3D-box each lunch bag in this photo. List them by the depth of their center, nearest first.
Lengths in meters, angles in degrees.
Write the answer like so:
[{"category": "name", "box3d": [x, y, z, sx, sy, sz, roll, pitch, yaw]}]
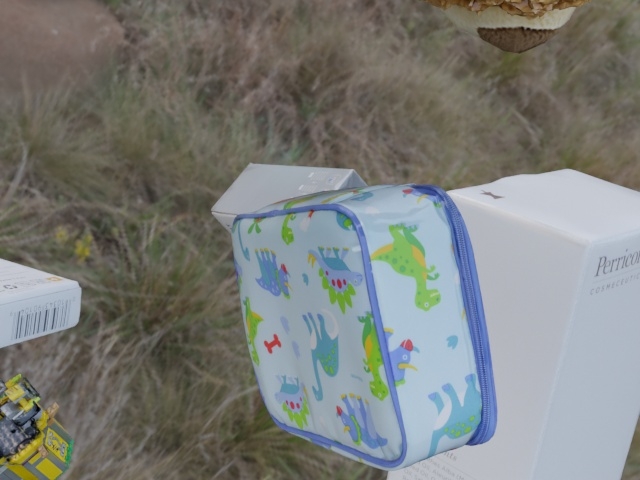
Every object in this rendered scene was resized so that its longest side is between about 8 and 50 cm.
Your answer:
[{"category": "lunch bag", "box3d": [0.021, 0.054, 0.656, 0.090, 0.219, 0.176, -13, 94, -26]}]

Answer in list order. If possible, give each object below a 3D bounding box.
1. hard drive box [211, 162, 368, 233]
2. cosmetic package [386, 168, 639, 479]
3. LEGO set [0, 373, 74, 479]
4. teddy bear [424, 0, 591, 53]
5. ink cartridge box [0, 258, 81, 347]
[{"category": "hard drive box", "box3d": [0.000, 0.000, 1.203, 0.181, 0.232, 0.089, 48, 69, -29]}, {"category": "cosmetic package", "box3d": [0.211, 0.171, 1.021, 0.161, 0.454, 0.230, 24, 25, 38]}, {"category": "LEGO set", "box3d": [-0.387, 0.125, 0.840, 0.255, 0.192, 0.331, -34, 58, -10]}, {"category": "teddy bear", "box3d": [0.088, -0.196, 0.472, 0.245, 0.113, 0.338, 3, 43, -18]}, {"category": "ink cartridge box", "box3d": [-0.326, 0.040, 0.737, 0.208, 0.045, 0.206, 15, 14, 26]}]
